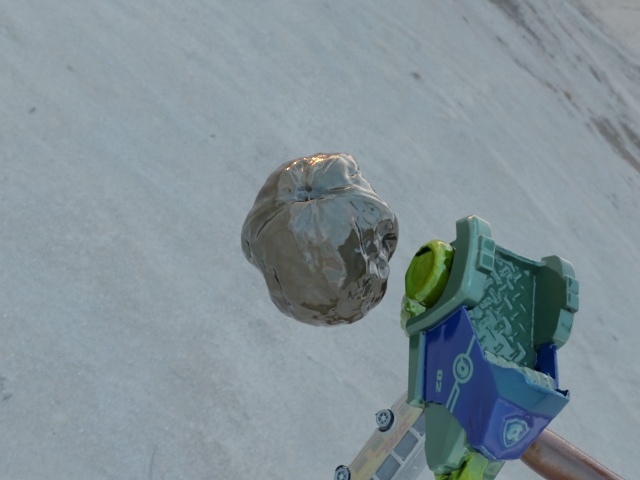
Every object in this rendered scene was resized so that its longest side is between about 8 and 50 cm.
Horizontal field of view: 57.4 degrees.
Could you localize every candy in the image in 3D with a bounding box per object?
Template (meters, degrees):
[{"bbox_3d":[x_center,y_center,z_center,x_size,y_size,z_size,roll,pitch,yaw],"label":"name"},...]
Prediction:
[{"bbox_3d":[0.189,0.143,1.089,0.097,0.096,0.209,58,-9,19],"label":"candy"}]

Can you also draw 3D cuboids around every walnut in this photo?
[{"bbox_3d":[0.001,0.002,0.912,0.273,0.227,0.273,57,-9,14],"label":"walnut"}]

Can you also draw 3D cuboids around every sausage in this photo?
[{"bbox_3d":[0.492,0.443,1.091,0.300,0.083,0.089,30,7,16],"label":"sausage"}]

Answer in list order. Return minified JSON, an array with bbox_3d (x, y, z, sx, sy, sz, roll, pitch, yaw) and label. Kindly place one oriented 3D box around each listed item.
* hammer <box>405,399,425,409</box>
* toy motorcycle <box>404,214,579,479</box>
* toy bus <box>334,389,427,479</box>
[{"bbox_3d":[0.208,0.313,1.095,0.062,0.182,0.017,-8,87,-17],"label":"hammer"},{"bbox_3d":[0.218,0.141,0.732,0.191,0.200,0.327,23,58,-16],"label":"toy motorcycle"},{"bbox_3d":[0.144,0.483,1.259,0.097,0.343,0.138,36,0,-39],"label":"toy bus"}]
